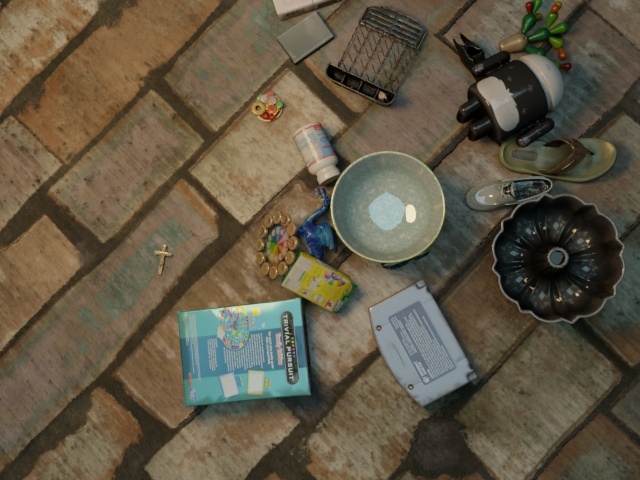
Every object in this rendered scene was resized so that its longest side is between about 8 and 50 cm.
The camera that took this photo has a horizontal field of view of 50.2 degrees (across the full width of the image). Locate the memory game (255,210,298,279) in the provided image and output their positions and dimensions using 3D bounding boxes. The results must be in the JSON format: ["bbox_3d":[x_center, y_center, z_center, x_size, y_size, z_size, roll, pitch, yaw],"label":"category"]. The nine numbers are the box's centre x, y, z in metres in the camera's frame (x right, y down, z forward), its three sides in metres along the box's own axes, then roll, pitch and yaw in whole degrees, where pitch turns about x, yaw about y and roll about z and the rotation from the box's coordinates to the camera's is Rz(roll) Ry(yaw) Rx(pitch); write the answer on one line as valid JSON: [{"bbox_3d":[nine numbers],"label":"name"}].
[{"bbox_3d":[-0.120,0.012,1.818,0.186,0.012,0.186,-12,74,47],"label":"memory game"}]

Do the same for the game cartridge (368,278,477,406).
[{"bbox_3d":[0.256,0.274,1.798,0.196,0.060,0.294,-28,82,-2],"label":"game cartridge"}]

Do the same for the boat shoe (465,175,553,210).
[{"bbox_3d":[0.499,-0.132,1.804,0.227,0.081,0.079,-10,83,4],"label":"boat shoe"}]

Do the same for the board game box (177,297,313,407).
[{"bbox_3d":[-0.200,0.298,1.823,0.335,0.079,0.254,-6,83,4],"label":"board game box"}]

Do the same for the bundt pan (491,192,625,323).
[{"bbox_3d":[0.596,0.050,1.755,0.330,0.124,0.331,-1,83,5],"label":"bundt pan"}]

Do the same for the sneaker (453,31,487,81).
[{"bbox_3d":[0.423,-0.482,1.845,0.051,0.089,0.170,-42,82,0],"label":"sneaker"}]

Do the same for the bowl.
[{"bbox_3d":[0.175,-0.076,1.790,0.289,0.156,0.290,-1,83,5],"label":"bowl"}]

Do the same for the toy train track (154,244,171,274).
[{"bbox_3d":[-0.441,0.054,1.905,0.048,0.014,0.083,10,91,-1],"label":"toy train track"}]

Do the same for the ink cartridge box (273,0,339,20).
[{"bbox_3d":[-0.062,-0.763,1.938,0.189,0.066,0.233,-18,87,3],"label":"ink cartridge box"}]

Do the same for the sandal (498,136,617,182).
[{"bbox_3d":[0.626,-0.219,1.799,0.302,0.086,0.120,2,84,5],"label":"sandal"}]

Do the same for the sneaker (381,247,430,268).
[{"bbox_3d":[0.222,0.034,1.833,0.135,0.052,0.058,-22,72,-5],"label":"sneaker"}]

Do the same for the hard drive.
[{"bbox_3d":[-0.043,-0.572,1.931,0.135,0.022,0.094,-35,82,1],"label":"hard drive"}]

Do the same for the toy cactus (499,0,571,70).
[{"bbox_3d":[0.577,-0.545,1.841,0.180,0.112,0.219,-15,91,13],"label":"toy cactus"}]

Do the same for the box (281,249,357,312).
[{"bbox_3d":[-0.001,0.111,1.797,0.179,0.043,0.105,30,107,-12],"label":"box"}]

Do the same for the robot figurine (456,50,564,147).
[{"bbox_3d":[0.497,-0.368,1.788,0.278,0.174,0.209,-30,121,2],"label":"robot figurine"}]

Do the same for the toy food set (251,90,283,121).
[{"bbox_3d":[-0.147,-0.376,1.920,0.083,0.020,0.083,34,88,8],"label":"toy food set"}]

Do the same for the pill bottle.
[{"bbox_3d":[-0.006,-0.235,1.858,0.087,0.087,0.160,-26,83,2],"label":"pill bottle"}]

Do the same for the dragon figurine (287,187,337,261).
[{"bbox_3d":[0.000,0.000,1.833,0.143,0.085,0.289,-18,83,3],"label":"dragon figurine"}]

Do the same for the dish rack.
[{"bbox_3d":[0.159,-0.517,1.881,0.208,0.074,0.272,27,87,7],"label":"dish rack"}]
